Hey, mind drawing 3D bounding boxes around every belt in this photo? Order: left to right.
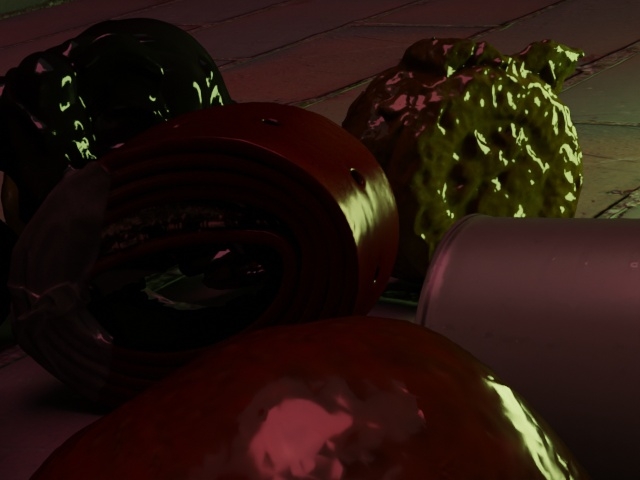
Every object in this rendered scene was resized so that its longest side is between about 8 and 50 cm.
[{"bbox_3d":[-0.099,0.023,1.192,0.323,0.227,0.115,-19,10,27],"label":"belt"}]

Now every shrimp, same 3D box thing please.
[{"bbox_3d":[0.000,0.001,1.512,0.267,0.061,0.145,-21,10,-27],"label":"shrimp"}]

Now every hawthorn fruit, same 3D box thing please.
[{"bbox_3d":[0.009,0.189,0.591,0.277,0.277,0.298,-11,37,-15],"label":"hawthorn fruit"}]

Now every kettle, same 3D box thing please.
[{"bbox_3d":[0.224,0.111,0.908,0.318,0.265,0.205,4,-12,28],"label":"kettle"}]

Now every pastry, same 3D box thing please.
[{"bbox_3d":[0.119,-0.070,1.405,0.240,0.235,0.132,-5,10,-33],"label":"pastry"}]

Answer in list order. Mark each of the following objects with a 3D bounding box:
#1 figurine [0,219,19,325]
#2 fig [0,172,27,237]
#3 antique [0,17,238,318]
[{"bbox_3d":[-0.379,0.017,1.442,0.308,0.143,0.308,-8,15,2],"label":"figurine"},{"bbox_3d":[-0.232,-0.054,1.607,0.233,0.167,0.167,15,1,-38],"label":"fig"},{"bbox_3d":[-0.182,-0.081,1.426,0.185,0.255,0.322,-18,17,30],"label":"antique"}]
